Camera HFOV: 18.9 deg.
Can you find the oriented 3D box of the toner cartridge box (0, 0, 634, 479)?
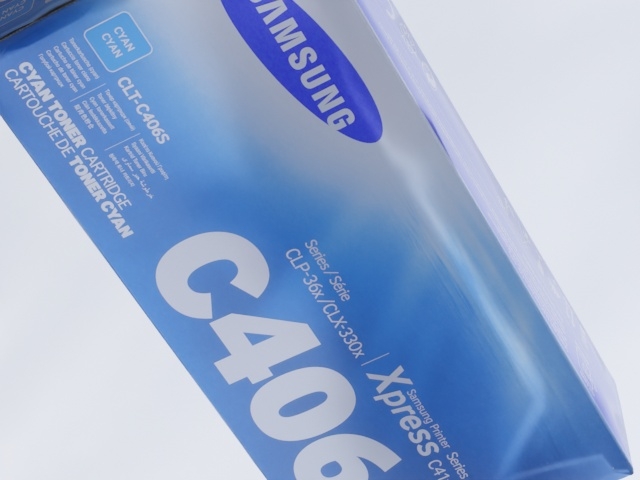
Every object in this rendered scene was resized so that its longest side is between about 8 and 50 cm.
[{"bbox_3d":[0.000,0.000,0.902,0.165,0.348,0.075,-26,-151,15],"label":"toner cartridge box"}]
